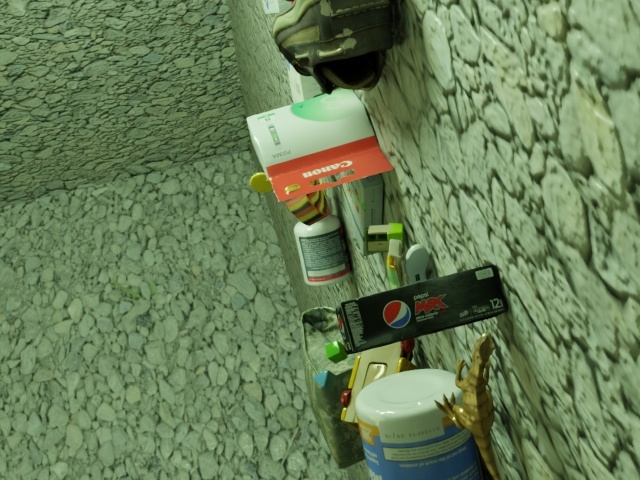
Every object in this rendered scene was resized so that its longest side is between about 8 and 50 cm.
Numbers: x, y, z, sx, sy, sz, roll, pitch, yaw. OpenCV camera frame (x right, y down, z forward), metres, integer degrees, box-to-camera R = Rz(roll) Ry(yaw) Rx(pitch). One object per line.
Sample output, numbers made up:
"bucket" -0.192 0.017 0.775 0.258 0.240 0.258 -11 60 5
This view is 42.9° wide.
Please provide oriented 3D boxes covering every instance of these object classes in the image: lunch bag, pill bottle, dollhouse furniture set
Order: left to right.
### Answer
"pill bottle" 0.000 0.000 1.778 0.108 0.107 0.180 -128 25 -73
"lunch bag" 0.048 0.294 1.732 0.287 0.168 0.235 -127 24 -62
"dollhouse furniture set" 0.088 0.024 1.149 0.152 0.058 0.076 -75 -18 -63
"pill bottle" 0.144 0.325 1.095 0.152 0.152 0.272 -138 36 -78

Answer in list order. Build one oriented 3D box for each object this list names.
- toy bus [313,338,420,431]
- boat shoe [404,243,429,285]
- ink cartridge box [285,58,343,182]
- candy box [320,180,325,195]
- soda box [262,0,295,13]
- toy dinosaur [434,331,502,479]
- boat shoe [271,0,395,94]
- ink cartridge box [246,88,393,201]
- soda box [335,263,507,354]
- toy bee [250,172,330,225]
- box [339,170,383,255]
"toy bus" 0.112 0.221 1.316 0.104 0.202 0.191 40 -166 -44
"boat shoe" 0.130 0.032 1.126 0.100 0.035 0.035 75 174 -53
"ink cartridge box" -0.001 -0.235 1.454 0.134 0.077 0.231 -116 14 -62
"candy box" 0.013 -0.032 1.934 0.105 0.027 0.206 113 143 -82
"soda box" -0.070 -0.478 1.568 0.216 0.069 0.074 -125 22 -72
"toy dinosaur" 0.181 0.208 0.941 0.112 0.064 0.212 -138 34 -75
"boat shoe" 0.014 -0.257 1.087 0.355 0.132 0.130 172 85 -84
"ink cartridge box" -0.007 -0.152 1.246 0.225 0.180 0.056 -115 10 -59
"soda box" 0.104 0.073 0.855 0.060 0.168 0.053 110 147 -77
"toy bee" -0.079 -0.177 1.697 0.162 0.195 0.298 26 -159 -47
"box" 0.067 -0.085 1.376 0.186 0.038 0.145 88 166 -54
